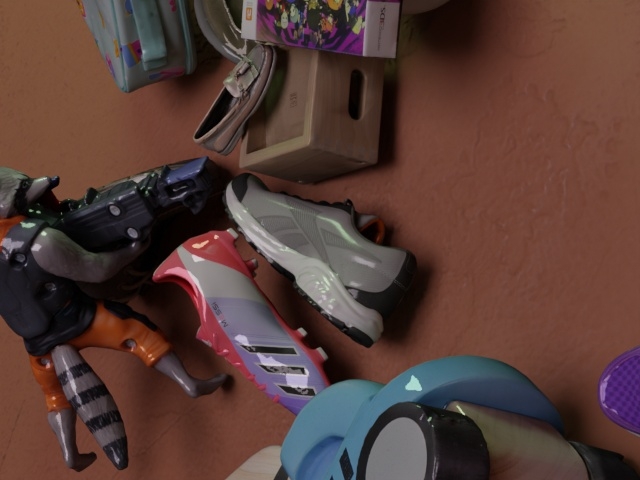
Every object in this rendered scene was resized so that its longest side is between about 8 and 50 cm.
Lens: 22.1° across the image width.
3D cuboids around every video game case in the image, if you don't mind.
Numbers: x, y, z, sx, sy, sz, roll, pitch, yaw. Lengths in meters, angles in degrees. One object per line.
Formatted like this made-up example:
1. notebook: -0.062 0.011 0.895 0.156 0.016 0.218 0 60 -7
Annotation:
1. video game case: 0.003 -0.280 1.509 0.232 0.042 0.210 20 108 57

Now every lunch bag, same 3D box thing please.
1. lunch bag: -0.212 -0.309 1.786 0.279 0.108 0.224 83 161 -44

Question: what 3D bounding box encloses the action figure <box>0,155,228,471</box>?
1. action figure: -0.240 0.052 1.690 0.341 0.178 0.330 -29 102 30

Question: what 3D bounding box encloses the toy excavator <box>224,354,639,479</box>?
1. toy excavator: 0.025 0.249 1.475 0.433 0.222 0.445 -64 31 17

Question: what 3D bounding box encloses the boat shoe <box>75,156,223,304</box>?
1. boat shoe: -0.234 0.011 1.845 0.355 0.132 0.130 -24 91 37

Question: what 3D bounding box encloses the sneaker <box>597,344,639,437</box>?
1. sneaker: 0.301 0.108 1.251 0.236 0.104 0.095 -6 79 47

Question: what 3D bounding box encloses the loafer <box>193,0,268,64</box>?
1. loafer: -0.084 -0.282 1.743 0.087 0.094 0.251 -46 52 36

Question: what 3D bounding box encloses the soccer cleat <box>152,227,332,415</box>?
1. soccer cleat: -0.065 0.101 1.605 0.248 0.095 0.083 55 167 13

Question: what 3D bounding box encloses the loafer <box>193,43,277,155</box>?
1. loafer: -0.085 -0.141 1.626 0.125 0.039 0.045 -62 35 22

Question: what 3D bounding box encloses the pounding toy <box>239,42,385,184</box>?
1. pounding toy: 0.021 -0.164 1.600 0.206 0.094 0.181 -13 68 54

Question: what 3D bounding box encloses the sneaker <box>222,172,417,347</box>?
1. sneaker: 0.000 0.000 1.612 0.108 0.100 0.271 -49 45 -1

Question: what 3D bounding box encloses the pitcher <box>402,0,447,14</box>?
1. pitcher: 0.066 -0.310 1.586 0.178 0.125 0.207 113 148 -58
